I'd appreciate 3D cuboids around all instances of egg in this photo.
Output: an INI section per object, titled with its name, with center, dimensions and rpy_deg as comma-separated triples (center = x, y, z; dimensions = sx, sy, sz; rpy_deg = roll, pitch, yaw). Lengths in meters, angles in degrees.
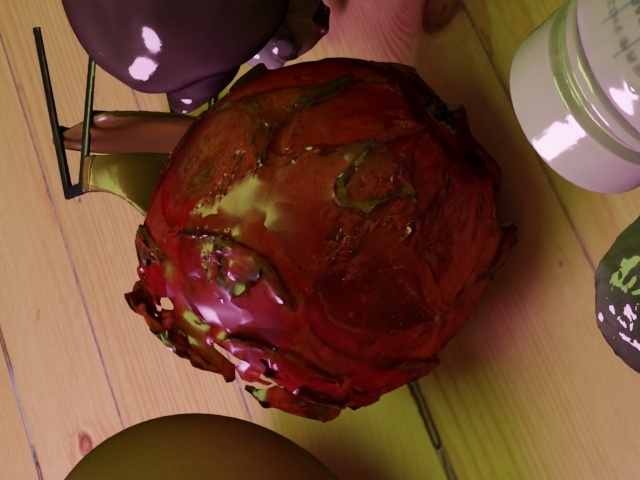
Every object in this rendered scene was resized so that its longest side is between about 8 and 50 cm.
[egg]
center = -0.095, 0.310, 1.502
dimensions = 0.374, 0.301, 0.301
rpy_deg = 14, 102, 51

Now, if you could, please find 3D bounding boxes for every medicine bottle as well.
[medicine bottle]
center = 0.263, -0.147, 1.090
dimensions = 0.293, 0.170, 0.170
rpy_deg = -38, 60, 51

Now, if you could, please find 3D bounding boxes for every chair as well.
[chair]
center = -0.188, -0.119, 1.768
dimensions = 0.172, 0.158, 0.247
rpy_deg = -15, 77, 53

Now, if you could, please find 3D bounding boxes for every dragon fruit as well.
[dragon fruit]
center = 0.000, 0.000, 1.372
dimensions = 0.301, 0.295, 0.296
rpy_deg = -40, 53, 18

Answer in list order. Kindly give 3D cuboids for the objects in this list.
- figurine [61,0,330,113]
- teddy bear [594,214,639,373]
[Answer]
[figurine]
center = -0.066, -0.215, 1.423
dimensions = 0.206, 0.365, 0.218
rpy_deg = 45, 110, 28
[teddy bear]
center = 0.298, 0.079, 1.086
dimensions = 0.251, 0.144, 0.171
rpy_deg = 45, 163, 27
